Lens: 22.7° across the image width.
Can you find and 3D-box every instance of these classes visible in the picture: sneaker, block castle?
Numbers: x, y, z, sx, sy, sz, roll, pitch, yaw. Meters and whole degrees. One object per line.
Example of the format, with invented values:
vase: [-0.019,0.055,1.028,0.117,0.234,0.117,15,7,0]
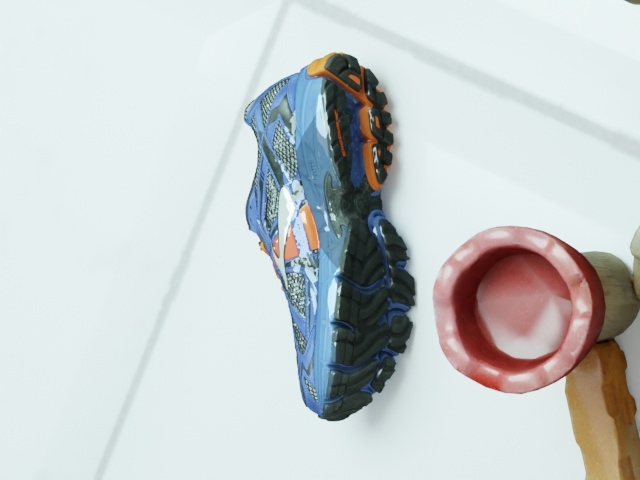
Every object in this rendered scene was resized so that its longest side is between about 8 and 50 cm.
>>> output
sneaker: [0.000,0.000,0.978,0.087,0.083,0.221,-8,82,40]
block castle: [0.295,0.091,0.748,0.453,0.213,0.303,-14,85,26]

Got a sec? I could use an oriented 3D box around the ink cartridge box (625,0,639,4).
ink cartridge box: [0.262,-0.230,0.829,0.234,0.088,0.193,-2,91,27]
